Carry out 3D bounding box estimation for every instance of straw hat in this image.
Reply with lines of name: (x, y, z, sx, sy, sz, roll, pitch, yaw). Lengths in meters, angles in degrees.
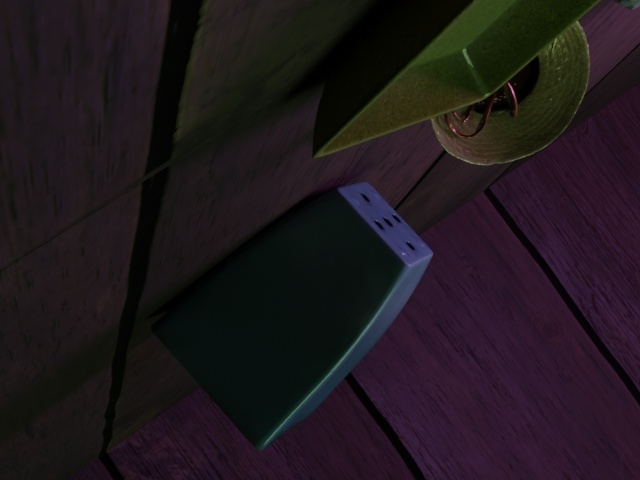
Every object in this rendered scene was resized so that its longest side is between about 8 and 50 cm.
straw hat: (0.136, -0.133, 1.079, 0.144, 0.144, 0.061, -35, -147, -7)

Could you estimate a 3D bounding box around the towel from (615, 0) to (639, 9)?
towel: (0.440, -0.347, 1.286, 0.312, 0.056, 0.324, -43, 169, 34)

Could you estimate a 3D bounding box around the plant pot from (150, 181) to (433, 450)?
plant pot: (-0.012, 0.058, 1.376, 0.234, 0.166, 0.165, -46, 172, 17)

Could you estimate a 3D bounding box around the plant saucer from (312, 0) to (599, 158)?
plant saucer: (0.094, -0.136, 0.851, 0.188, 0.045, 0.188, -22, 167, -43)
